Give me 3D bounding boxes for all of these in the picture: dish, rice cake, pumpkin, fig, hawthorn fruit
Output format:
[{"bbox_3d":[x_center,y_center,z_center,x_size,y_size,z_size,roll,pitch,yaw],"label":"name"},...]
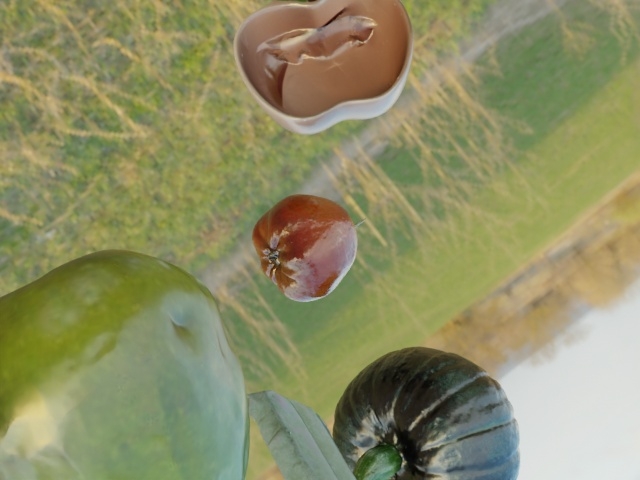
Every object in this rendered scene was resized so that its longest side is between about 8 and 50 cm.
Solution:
[{"bbox_3d":[0.010,-0.201,1.242,0.213,0.213,0.090,-35,150,-13],"label":"dish"},{"bbox_3d":[0.006,0.229,0.991,0.040,0.226,0.085,-47,137,12],"label":"rice cake"},{"bbox_3d":[0.114,0.260,1.315,0.248,0.248,0.248,-36,168,-9],"label":"pumpkin"},{"bbox_3d":[-0.161,0.166,0.756,0.233,0.314,0.233,-2,169,0],"label":"fig"},{"bbox_3d":[-0.009,0.007,1.238,0.140,0.125,0.125,6,157,-10],"label":"hawthorn fruit"}]
